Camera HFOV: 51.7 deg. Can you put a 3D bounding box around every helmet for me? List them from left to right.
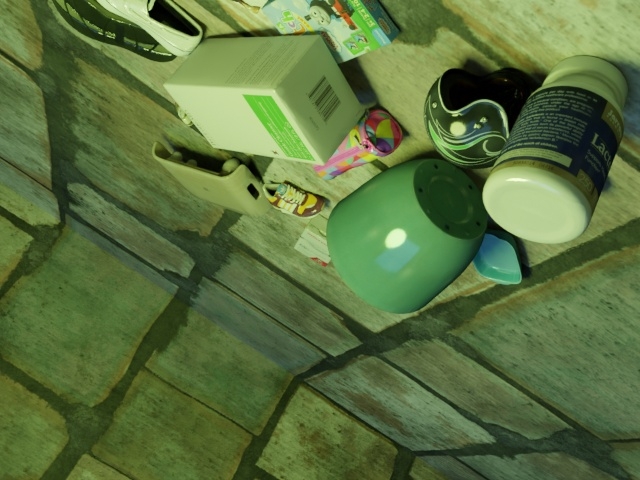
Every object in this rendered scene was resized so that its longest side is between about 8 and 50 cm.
[{"bbox_3d":[0.255,-0.203,1.100,0.162,0.169,0.169,4,143,35],"label":"helmet"}]

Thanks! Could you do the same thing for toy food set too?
[{"bbox_3d":[-0.298,-0.180,1.844,0.306,0.092,0.220,19,163,27],"label":"toy food set"}]

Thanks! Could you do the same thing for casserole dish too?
[{"bbox_3d":[0.398,0.032,1.493,0.114,0.037,0.188,12,147,35],"label":"casserole dish"}]

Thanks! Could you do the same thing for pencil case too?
[{"bbox_3d":[0.066,-0.197,1.384,0.104,0.104,0.236,41,154,-18],"label":"pencil case"}]

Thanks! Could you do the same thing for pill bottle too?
[{"bbox_3d":[0.356,-0.139,0.978,0.153,0.264,0.153,25,154,13],"label":"pill bottle"}]

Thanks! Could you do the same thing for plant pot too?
[{"bbox_3d":[0.194,-0.029,1.346,0.293,0.293,0.235,36,140,-8],"label":"plant pot"}]

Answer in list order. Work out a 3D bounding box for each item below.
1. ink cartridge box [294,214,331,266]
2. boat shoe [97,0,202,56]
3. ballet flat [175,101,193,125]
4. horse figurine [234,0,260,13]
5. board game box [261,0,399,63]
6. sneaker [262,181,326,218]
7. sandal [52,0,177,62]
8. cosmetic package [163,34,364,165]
[{"bbox_3d":[0.000,0.000,1.839,0.109,0.063,0.150,33,154,-1],"label":"ink cartridge box"},{"bbox_3d":[-0.355,-0.488,1.356,0.258,0.095,0.084,30,152,-21],"label":"boat shoe"},{"bbox_3d":[-0.303,-0.315,1.612,0.206,0.067,0.073,4,144,45],"label":"ballet flat"},{"bbox_3d":[-0.147,-0.498,1.126,0.174,0.066,0.263,31,152,-12],"label":"horse figurine"},{"bbox_3d":[0.013,-0.390,1.168,0.160,0.039,0.211,46,152,-27],"label":"board game box"},{"bbox_3d":[-0.074,-0.109,1.722,0.185,0.069,0.084,9,151,37],"label":"sneaker"},{"bbox_3d":[-0.448,-0.492,1.456,0.303,0.086,0.120,23,151,-16],"label":"sandal"},{"bbox_3d":[-0.118,-0.284,1.312,0.365,0.155,0.197,13,151,45],"label":"cosmetic package"}]
